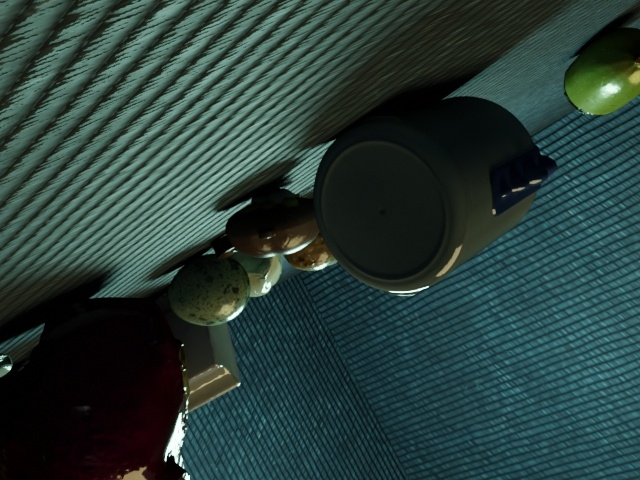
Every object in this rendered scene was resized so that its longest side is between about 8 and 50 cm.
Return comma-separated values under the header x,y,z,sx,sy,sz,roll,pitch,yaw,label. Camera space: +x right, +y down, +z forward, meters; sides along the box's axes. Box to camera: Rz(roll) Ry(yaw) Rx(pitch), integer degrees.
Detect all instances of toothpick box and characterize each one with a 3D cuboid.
x,y,z,sx,sy,sz,roll,pitch,yaw,label
0.187,-0.083,1.421,0.263,0.263,0.354,-31,177,37,toothpick box

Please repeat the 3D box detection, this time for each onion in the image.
x,y,z,sx,sy,sz,roll,pitch,yaw,label
-0.407,0.281,1.507,0.420,0.398,0.398,-4,168,-19,onion

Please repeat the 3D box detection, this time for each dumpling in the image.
x,y,z,sx,sy,sz,roll,pitch,yaw,label
-0.129,0.048,2.031,0.136,0.118,0.199,-54,-164,-23,dumpling

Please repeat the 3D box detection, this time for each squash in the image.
x,y,z,sx,sy,sz,roll,pitch,yaw,label
0.536,-0.315,1.780,0.132,0.132,0.247,-28,175,-6,squash

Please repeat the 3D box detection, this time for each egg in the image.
x,y,z,sx,sy,sz,roll,pitch,yaw,label
-0.209,0.093,1.821,0.172,0.132,0.132,-16,-176,31,egg

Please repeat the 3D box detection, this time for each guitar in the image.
x,y,z,sx,sy,sz,roll,pitch,yaw,label
-0.066,-0.040,1.738,0.271,0.038,0.084,-26,177,0,guitar

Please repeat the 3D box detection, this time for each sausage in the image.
x,y,z,sx,sy,sz,roll,pitch,yaw,label
0.002,-0.003,2.089,0.136,0.123,0.501,-60,177,2,sausage

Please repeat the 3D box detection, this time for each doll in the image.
x,y,z,sx,sy,sz,roll,pitch,yaw,label
-0.075,-0.034,1.466,0.145,0.096,0.188,-12,-162,-15,doll

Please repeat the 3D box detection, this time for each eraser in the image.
x,y,z,sx,sy,sz,roll,pitch,yaw,label
-0.371,0.273,2.143,0.359,0.272,0.122,-30,136,9,eraser

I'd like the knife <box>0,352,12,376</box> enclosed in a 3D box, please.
x,y,z,sx,sy,sz,roll,pitch,yaw,label
-0.638,0.262,1.642,0.265,0.041,0.073,-29,165,7,knife

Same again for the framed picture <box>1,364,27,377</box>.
x,y,z,sx,sy,sz,roll,pitch,yaw,label
-0.752,0.342,2.079,0.296,0.019,0.232,-28,177,4,framed picture
